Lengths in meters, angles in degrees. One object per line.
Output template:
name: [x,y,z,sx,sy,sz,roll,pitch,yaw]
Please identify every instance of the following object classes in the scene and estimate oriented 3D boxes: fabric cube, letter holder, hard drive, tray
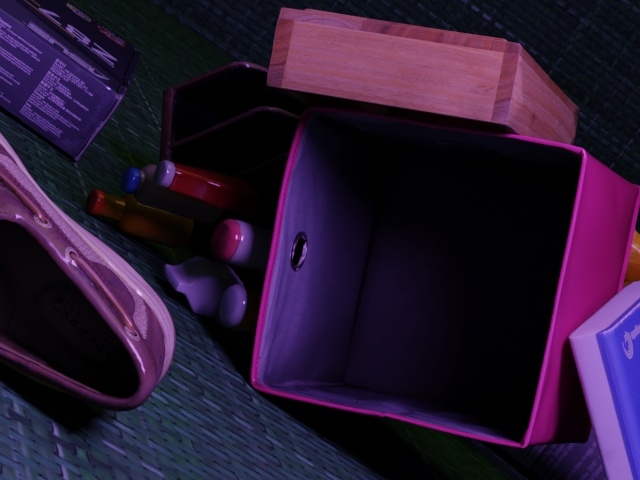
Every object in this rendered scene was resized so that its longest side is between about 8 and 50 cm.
fabric cube: [0.117,0.034,1.736,0.259,0.254,0.258,11,0,20]
letter holder: [0.008,-0.072,2.089,0.302,0.214,0.152,26,55,-43]
hard drive: [0.300,0.209,1.707,0.210,0.040,0.318,-27,103,-64]
tray: [0.107,-0.131,1.773,0.203,0.076,0.411,10,0,14]

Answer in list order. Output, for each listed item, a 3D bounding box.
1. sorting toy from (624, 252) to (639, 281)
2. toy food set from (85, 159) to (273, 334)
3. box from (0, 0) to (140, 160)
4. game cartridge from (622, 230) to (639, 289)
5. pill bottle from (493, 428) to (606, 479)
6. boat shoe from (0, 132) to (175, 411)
sorting toy: [0.250,0.056,2.228,0.307,0.229,0.041,10,38,21]
toy food set: [-0.121,-0.006,1.765,0.104,0.111,0.232,17,19,-32]
box: [-0.384,-0.258,2.096,0.395,0.097,0.318,36,11,-9]
game cartridge: [0.390,0.174,2.275,0.324,0.285,0.052,37,32,3]
pill bottle: [0.285,0.165,2.108,0.363,0.210,0.210,38,9,10]
boat shoe: [-0.238,-0.006,1.256,0.342,0.123,0.123,42,7,-6]
